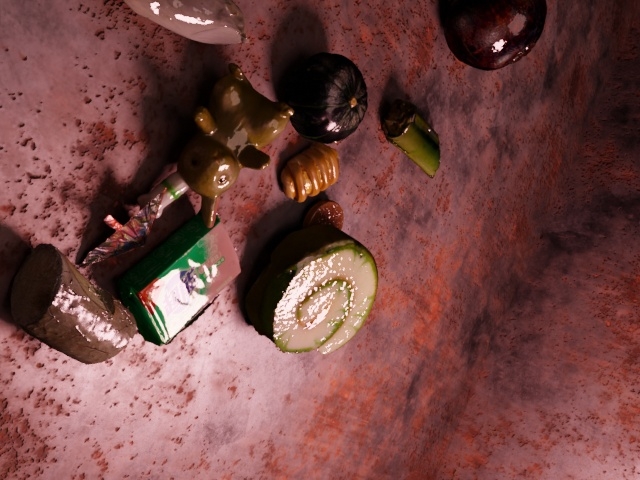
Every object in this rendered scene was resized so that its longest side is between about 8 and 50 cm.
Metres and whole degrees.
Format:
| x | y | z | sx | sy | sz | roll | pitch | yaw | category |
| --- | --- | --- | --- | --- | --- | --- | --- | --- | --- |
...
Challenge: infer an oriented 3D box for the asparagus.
| x | y | z | sx | sy | sz | roll | pitch | yaw | category |
| --- | --- | --- | --- | --- | --- | --- | --- | --- | --- |
| 0.300 | -0.299 | 2.133 | 0.382 | 0.108 | 0.128 | 28 | 88 | -56 | asparagus |

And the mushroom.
| x | y | z | sx | sy | sz | roll | pitch | yaw | category |
| --- | --- | --- | --- | --- | --- | --- | --- | --- | --- |
| -0.273 | -0.450 | 1.315 | 0.351 | 0.097 | 0.109 | 9 | 98 | -52 | mushroom |

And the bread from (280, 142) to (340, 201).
| x | y | z | sx | sy | sz | roll | pitch | yaw | category |
| --- | --- | --- | --- | --- | --- | --- | --- | --- | --- |
| -0.023 | -0.170 | 1.789 | 0.177 | 0.084 | 0.119 | -37 | 133 | -32 | bread |

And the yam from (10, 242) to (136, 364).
| x | y | z | sx | sy | sz | roll | pitch | yaw | category |
| --- | --- | --- | --- | --- | --- | --- | --- | --- | --- |
| -0.462 | 0.132 | 1.302 | 0.154 | 0.154 | 0.254 | -55 | 146 | -20 | yam |

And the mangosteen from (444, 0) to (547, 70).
| x | y | z | sx | sy | sz | roll | pitch | yaw | category |
| --- | --- | --- | --- | --- | --- | --- | --- | --- | --- |
| 0.511 | -0.667 | 2.094 | 0.330 | 0.330 | 0.330 | -27 | 126 | -44 | mangosteen |

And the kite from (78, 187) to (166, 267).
| x | y | z | sx | sy | sz | roll | pitch | yaw | category |
| --- | --- | --- | --- | --- | --- | --- | --- | --- | --- |
| -0.381 | -0.020 | 1.390 | 0.232 | 0.009 | 0.189 | -41 | 163 | -3 | kite |

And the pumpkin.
| x | y | z | sx | sy | sz | roll | pitch | yaw | category |
| --- | --- | --- | --- | --- | --- | --- | --- | --- | --- |
| 0.016 | -0.341 | 1.691 | 0.220 | 0.162 | 0.220 | -26 | 122 | -50 | pumpkin |

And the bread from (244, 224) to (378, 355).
| x | y | z | sx | sy | sz | roll | pitch | yaw | category |
| --- | --- | --- | --- | --- | --- | --- | --- | --- | --- |
| -0.017 | 0.146 | 1.866 | 0.366 | 0.129 | 0.382 | -34 | 133 | -23 | bread |

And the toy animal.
| x | y | z | sx | sy | sz | roll | pitch | yaw | category |
| --- | --- | --- | --- | --- | --- | --- | --- | --- | --- |
| -0.208 | -0.178 | 1.450 | 0.181 | 0.180 | 0.363 | 34 | 68 | -13 | toy animal |

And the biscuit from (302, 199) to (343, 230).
| x | y | z | sx | sy | sz | roll | pitch | yaw | category |
| --- | --- | --- | --- | --- | --- | --- | --- | --- | --- |
| 0.000 | 0.000 | 1.925 | 0.180 | 0.039 | 0.236 | -9 | 118 | -43 | biscuit |

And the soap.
| x | y | z | sx | sy | sz | roll | pitch | yaw | category |
| --- | --- | --- | --- | --- | --- | --- | --- | --- | --- |
| -0.303 | 0.075 | 1.522 | 0.273 | 0.098 | 0.218 | -45 | 131 | -34 | soap |
